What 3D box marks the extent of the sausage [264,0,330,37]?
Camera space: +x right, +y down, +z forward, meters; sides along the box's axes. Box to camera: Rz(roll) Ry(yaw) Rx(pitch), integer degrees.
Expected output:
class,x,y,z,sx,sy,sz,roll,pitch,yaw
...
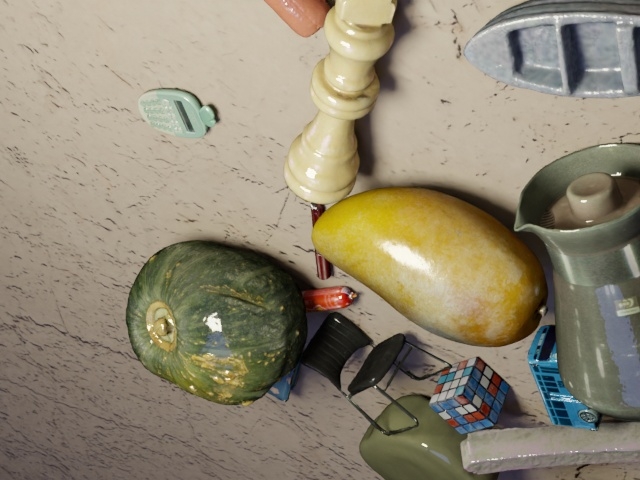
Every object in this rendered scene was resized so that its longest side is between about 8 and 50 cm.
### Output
class,x,y,z,sx,sy,sz,roll,pitch,yaw
sausage,-0.053,-0.345,1.531,0.154,0.062,0.062,43,141,-19

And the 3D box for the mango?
class,x,y,z,sx,sy,sz,roll,pitch,yaw
mango,0.167,0.031,1.708,0.383,0.199,0.221,20,164,19

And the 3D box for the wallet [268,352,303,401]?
class,x,y,z,sx,sy,sz,roll,pitch,yaw
wallet,-0.140,0.238,2.264,0.202,0.059,0.141,20,135,8

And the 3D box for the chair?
class,x,y,z,sx,sy,sz,roll,pitch,yaw
chair,0.095,0.225,2.023,0.221,0.140,0.145,39,151,-7

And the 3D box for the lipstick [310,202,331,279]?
class,x,y,z,sx,sy,sz,roll,pitch,yaw
lipstick,0.001,0.000,1.928,0.027,0.027,0.177,14,139,19

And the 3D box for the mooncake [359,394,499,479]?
class,x,y,z,sx,sy,sz,roll,pitch,yaw
mooncake,0.216,0.408,2.171,0.274,0.135,0.275,21,145,15

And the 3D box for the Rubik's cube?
class,x,y,z,sx,sy,sz,roll,pitch,yaw
Rubik's cube,0.267,0.278,2.019,0.092,0.092,0.092,43,141,-18

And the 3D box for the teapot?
class,x,y,z,sx,sy,sz,roll,pitch,yaw
teapot,0.440,0.052,1.551,0.300,0.253,0.344,-23,121,7

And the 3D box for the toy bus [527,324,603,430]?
class,x,y,z,sx,sy,sz,roll,pitch,yaw
toy bus,0.411,0.225,1.869,0.106,0.090,0.185,3,136,33

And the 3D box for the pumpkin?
class,x,y,z,sx,sy,sz,roll,pitch,yaw
pumpkin,-0.181,0.152,2.006,0.327,0.257,0.292,30,122,36

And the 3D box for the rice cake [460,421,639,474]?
class,x,y,z,sx,sy,sz,roll,pitch,yaw
rice cake,0.424,0.361,1.975,0.364,0.073,0.056,-8,135,18

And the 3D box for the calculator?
class,x,y,z,sx,sy,sz,roll,pitch,yaw
calculator,-0.233,-0.207,1.839,0.153,0.021,0.095,5,137,29

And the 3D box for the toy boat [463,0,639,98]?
class,x,y,z,sx,sy,sz,roll,pitch,yaw
toy boat,0.318,-0.243,1.399,0.282,0.078,0.127,6,138,28

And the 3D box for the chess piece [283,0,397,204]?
class,x,y,z,sx,sy,sz,roll,pitch,yaw
chess piece,0.033,-0.217,1.583,0.117,0.117,0.397,24,142,6

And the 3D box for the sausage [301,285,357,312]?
class,x,y,z,sx,sy,sz,roll,pitch,yaw
sausage,0.008,0.107,2.029,0.145,0.048,0.050,-10,134,37
